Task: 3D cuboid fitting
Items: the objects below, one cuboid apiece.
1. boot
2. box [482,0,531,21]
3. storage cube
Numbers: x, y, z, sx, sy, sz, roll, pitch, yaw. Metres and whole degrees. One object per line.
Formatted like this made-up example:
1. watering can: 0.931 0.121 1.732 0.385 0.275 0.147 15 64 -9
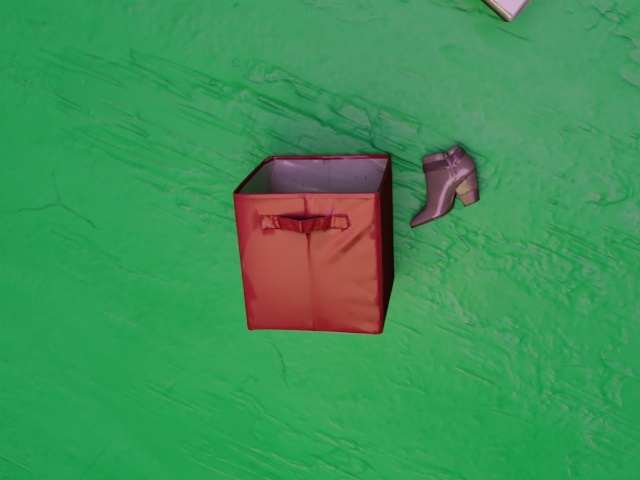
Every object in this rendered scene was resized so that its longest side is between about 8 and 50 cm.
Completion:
1. boot: 0.163 -0.077 1.061 0.119 0.042 0.086 -25 93 15
2. box: 0.152 -0.409 0.912 0.311 0.148 0.121 41 109 -1
3. storage cube: 0.000 0.000 1.023 0.184 0.215 0.193 0 112 10
